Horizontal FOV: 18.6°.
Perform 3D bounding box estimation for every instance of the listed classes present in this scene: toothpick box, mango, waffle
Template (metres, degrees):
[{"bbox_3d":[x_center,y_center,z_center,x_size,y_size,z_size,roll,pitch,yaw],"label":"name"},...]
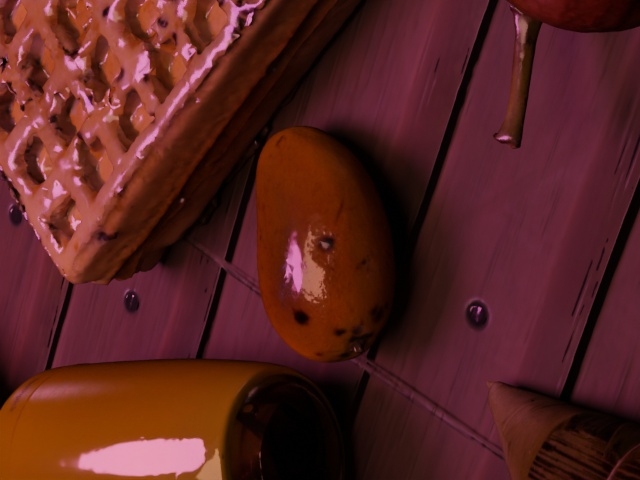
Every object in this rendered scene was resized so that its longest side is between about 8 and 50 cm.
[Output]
[{"bbox_3d":[-0.114,0.175,1.509,0.271,0.175,0.175,-9,89,40],"label":"toothpick box"},{"bbox_3d":[0.002,0.001,1.436,0.115,0.090,0.178,-13,78,51],"label":"mango"},{"bbox_3d":[-0.134,-0.177,1.526,0.376,0.114,0.261,-51,59,35],"label":"waffle"}]

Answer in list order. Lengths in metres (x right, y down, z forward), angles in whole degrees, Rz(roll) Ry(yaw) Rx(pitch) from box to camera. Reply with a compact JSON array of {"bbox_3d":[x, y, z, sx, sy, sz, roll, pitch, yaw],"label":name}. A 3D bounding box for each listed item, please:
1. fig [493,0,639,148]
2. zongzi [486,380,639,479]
[{"bbox_3d":[0.158,-0.207,1.223,0.204,0.186,0.249,47,158,13],"label":"fig"},{"bbox_3d":[0.172,0.247,1.258,0.300,0.145,0.274,15,86,51],"label":"zongzi"}]
